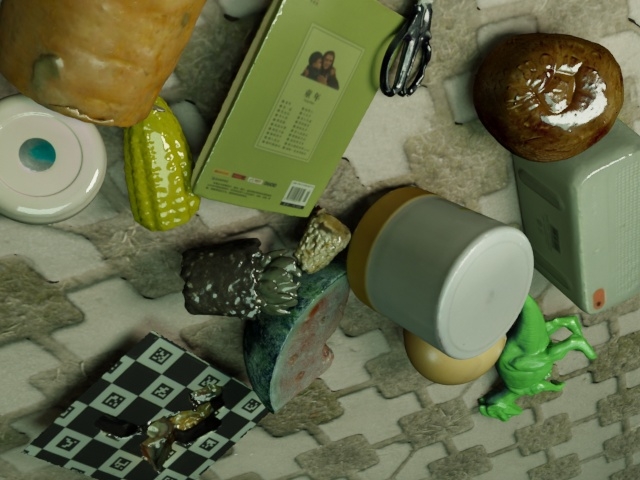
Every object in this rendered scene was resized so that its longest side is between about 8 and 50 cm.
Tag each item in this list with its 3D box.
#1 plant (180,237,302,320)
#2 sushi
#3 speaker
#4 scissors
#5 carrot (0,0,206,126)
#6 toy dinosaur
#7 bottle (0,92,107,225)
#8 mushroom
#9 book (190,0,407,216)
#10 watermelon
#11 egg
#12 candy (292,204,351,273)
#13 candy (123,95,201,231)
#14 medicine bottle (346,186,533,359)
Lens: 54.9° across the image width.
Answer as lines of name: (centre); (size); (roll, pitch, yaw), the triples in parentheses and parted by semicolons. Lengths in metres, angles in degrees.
plant: (-0.130, 0.062, 1.028); (0.194, 0.132, 0.129); (-1, 100, -6)
sushi: (-0.323, 0.347, 1.225); (0.343, 0.064, 0.359); (-43, 128, 8)
speaker: (0.506, -0.052, 1.177); (0.183, 0.184, 0.406); (-27, 131, -2)
scissors: (0.156, -0.353, 0.896); (0.109, 0.022, 0.300); (-14, 130, -47)
carrot: (-0.218, -0.317, 0.661); (0.224, 0.224, 0.341); (13, 125, -30)
toy dinosaur: (0.419, 0.260, 1.458); (0.499, 0.144, 0.374); (31, 126, -27)
bottle: (-0.357, -0.088, 0.784); (0.147, 0.236, 0.148); (2, 86, -24)
mushroom: (0.359, -0.225, 0.971); (0.231, 0.138, 0.194); (3, 90, 10)
book: (-0.026, -0.199, 0.906); (0.239, 0.035, 0.352); (11, 115, -43)
watermelon: (-0.044, 0.162, 1.180); (0.226, 0.148, 0.318); (18, 103, -52)
egg: (0.266, 0.196, 1.260); (0.201, 0.201, 0.244); (-7, 139, -17)
candy: (0.000, 0.000, 1.067); (0.085, 0.095, 0.110); (39, 109, 6)
candy: (-0.234, -0.116, 0.887); (0.106, 0.094, 0.199); (-15, 127, -17)
medicine bottle: (0.203, 0.051, 1.061); (0.237, 0.232, 0.238); (-18, 122, -33)
